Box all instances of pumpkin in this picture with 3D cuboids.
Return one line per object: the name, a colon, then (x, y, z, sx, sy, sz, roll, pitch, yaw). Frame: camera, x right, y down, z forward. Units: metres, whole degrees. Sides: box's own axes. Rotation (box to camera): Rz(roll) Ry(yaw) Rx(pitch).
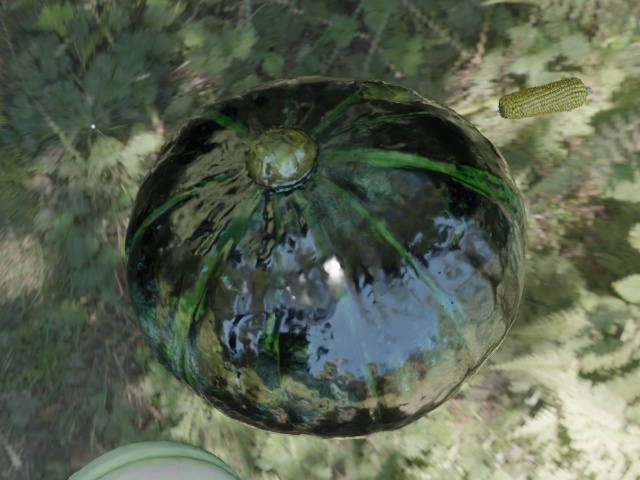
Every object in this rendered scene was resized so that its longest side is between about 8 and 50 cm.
pumpkin: (0.000, 0.000, 1.066, 0.315, 0.238, 0.315, -5, 56, 7)

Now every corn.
corn: (0.191, -0.120, 1.168, 0.083, 0.028, 0.027, -13, 66, -7)

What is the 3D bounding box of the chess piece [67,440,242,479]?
chess piece: (-0.066, 0.231, 0.741, 0.139, 0.272, 0.139, -9, 117, -18)
